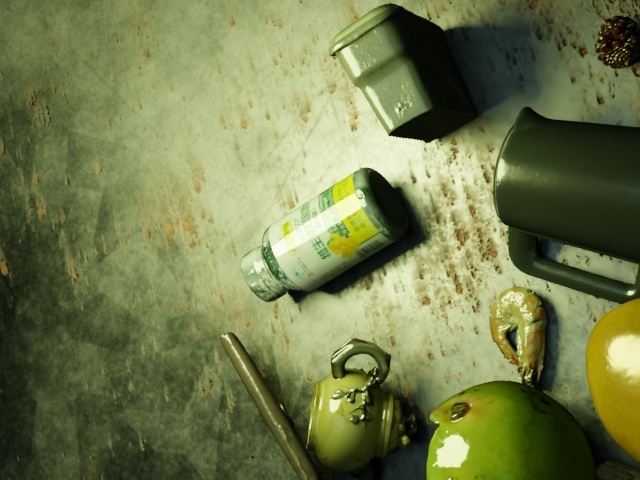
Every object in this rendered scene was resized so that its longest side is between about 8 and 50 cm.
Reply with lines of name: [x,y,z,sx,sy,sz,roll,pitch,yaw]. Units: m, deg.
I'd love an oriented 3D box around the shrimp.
shrimp: [0.321,0.164,1.633,0.099,0.041,0.180,-7,84,29]

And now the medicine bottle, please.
medicine bottle: [0.000,0.000,1.761,0.293,0.141,0.141,-32,73,24]

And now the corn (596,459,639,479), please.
corn: [0.492,0.393,1.477,0.211,0.087,0.087,20,98,63]

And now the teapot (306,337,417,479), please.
teapot: [0.075,0.295,1.700,0.183,0.173,0.269,9,106,-1]

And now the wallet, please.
wallet: [-0.082,0.307,1.781,0.042,0.165,0.309,-33,70,-4]

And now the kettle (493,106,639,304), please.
kettle: [0.441,-0.059,1.526,0.308,0.262,0.203,13,58,32]

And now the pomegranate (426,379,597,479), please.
pomegranate: [0.320,0.365,1.504,0.216,0.309,0.358,-37,104,19]

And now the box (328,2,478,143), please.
box: [0.146,-0.264,1.631,0.138,0.274,0.178,-31,79,25]

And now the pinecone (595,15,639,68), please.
pinecone: [0.465,-0.309,1.569,0.077,0.077,0.083,-26,58,25]

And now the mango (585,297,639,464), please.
mango: [0.575,0.218,1.392,0.446,0.232,0.300,19,99,34]
